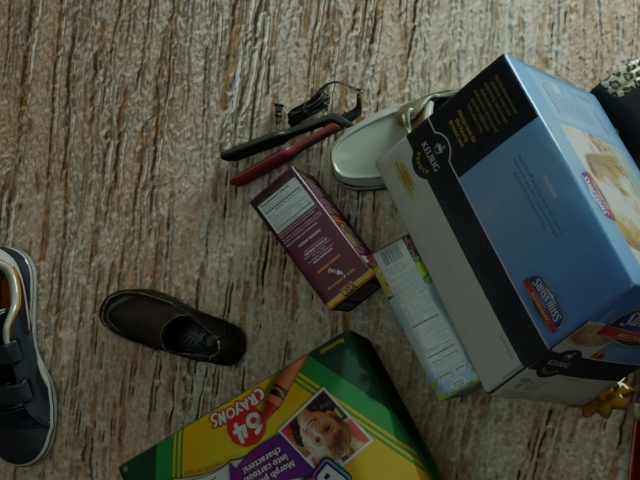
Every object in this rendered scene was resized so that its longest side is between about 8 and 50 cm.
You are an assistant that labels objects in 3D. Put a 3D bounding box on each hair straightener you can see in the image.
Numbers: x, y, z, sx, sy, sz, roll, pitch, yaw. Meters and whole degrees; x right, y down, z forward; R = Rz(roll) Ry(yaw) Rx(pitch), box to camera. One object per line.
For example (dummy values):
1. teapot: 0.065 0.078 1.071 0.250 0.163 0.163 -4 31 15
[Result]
1. hair straightener: -0.041 -0.163 1.957 0.230 0.047 0.089 -29 74 18

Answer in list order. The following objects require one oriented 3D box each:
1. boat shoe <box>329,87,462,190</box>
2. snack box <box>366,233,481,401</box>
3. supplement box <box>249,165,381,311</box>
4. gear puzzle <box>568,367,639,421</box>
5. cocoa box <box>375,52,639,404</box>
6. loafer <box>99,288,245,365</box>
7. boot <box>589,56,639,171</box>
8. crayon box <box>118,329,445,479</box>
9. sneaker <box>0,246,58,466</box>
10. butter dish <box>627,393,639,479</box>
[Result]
1. boat shoe: 0.147 -0.149 1.882 0.302 0.103 0.113 -19 81 12
2. snack box: 0.150 0.101 1.825 0.070 0.174 0.207 -30 78 12
3. supplement box: 0.000 0.000 1.909 0.081 0.104 0.188 -39 77 9
4. gear puzzle: 0.472 0.164 1.754 0.339 0.044 0.175 -5 46 15
5. cocoa box: 0.271 -0.008 1.703 0.228 0.231 0.347 -40 58 27
6. loafer: -0.214 0.117 1.968 0.220 0.078 0.080 13 89 15
7. boot: 0.393 -0.109 1.831 0.236 0.085 0.179 -39 73 9
8. crayon box: -0.031 0.342 1.799 0.363 0.106 0.313 -32 70 10
9. sneaker: -0.461 0.167 2.007 0.126 0.127 0.321 -11 84 12
10. butter dish: 0.467 0.272 1.758 0.160 0.118 0.160 6 88 15
